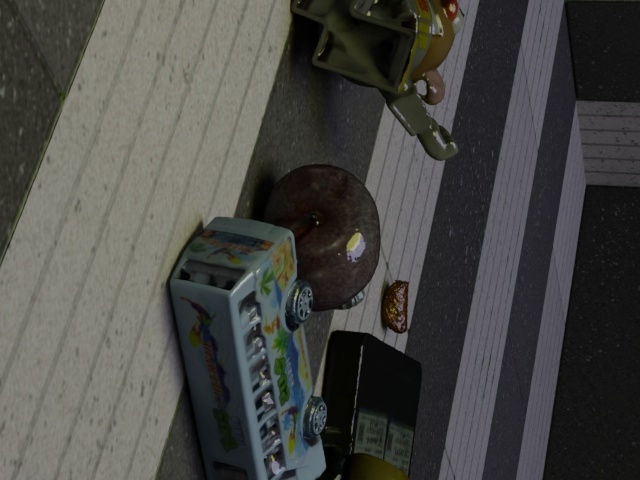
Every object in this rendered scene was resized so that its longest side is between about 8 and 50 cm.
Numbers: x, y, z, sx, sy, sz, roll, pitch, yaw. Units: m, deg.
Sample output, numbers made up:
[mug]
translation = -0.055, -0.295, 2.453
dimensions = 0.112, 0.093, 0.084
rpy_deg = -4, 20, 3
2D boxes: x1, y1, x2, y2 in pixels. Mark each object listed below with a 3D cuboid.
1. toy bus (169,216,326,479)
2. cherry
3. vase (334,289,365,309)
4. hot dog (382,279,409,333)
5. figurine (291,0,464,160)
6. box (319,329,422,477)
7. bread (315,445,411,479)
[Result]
[toy bus]
translation = -0.073, 0.143, 1.590
dimensions = 0.136, 0.109, 0.330
rpy_deg = -50, 141, -47
[cherry]
translation = 0.000, 0.004, 1.735
dimensions = 0.176, 0.140, 0.176
rpy_deg = -3, 90, -87
[vase]
translation = 0.024, 0.018, 1.931
dimensions = 0.081, 0.081, 0.149
rpy_deg = -62, 155, -53
[hot dog]
translation = 0.117, 0.101, 2.305
dimensions = 0.058, 0.035, 0.083
rpy_deg = -12, 106, -72
[figurine]
translation = 0.083, -0.272, 1.899
dimensions = 0.285, 0.167, 0.343
rpy_deg = 3, 86, -70
[box]
translation = 0.073, 0.255, 2.163
dimensions = 0.350, 0.058, 0.211
rpy_deg = 39, 58, -69
[bread]
translation = 0.015, 0.430, 1.786
dimensions = 0.251, 0.208, 0.377
rpy_deg = 77, 20, -55
